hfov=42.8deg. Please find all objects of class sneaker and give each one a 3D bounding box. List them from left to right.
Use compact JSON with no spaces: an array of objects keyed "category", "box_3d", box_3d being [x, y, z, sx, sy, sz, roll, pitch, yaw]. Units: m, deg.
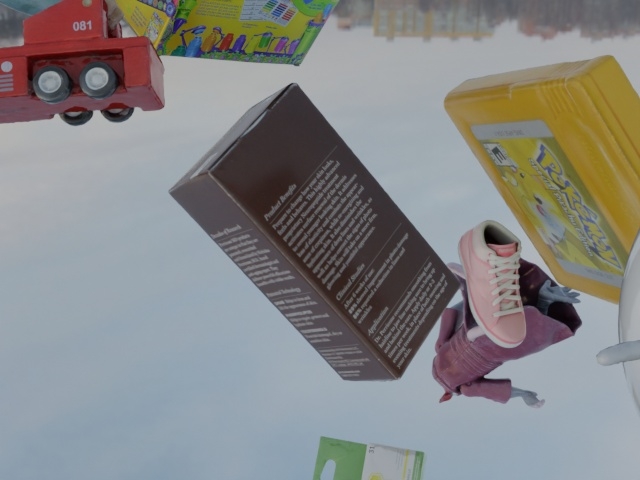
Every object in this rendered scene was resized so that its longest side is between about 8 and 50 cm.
[{"category":"sneaker","box_3d":[0.185,0.041,0.846,0.051,0.134,0.070,-9,159,-18]}]

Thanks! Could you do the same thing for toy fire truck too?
[{"category":"toy fire truck","box_3d":[-0.137,-0.134,0.451,0.192,0.135,0.047,-5,170,0]}]

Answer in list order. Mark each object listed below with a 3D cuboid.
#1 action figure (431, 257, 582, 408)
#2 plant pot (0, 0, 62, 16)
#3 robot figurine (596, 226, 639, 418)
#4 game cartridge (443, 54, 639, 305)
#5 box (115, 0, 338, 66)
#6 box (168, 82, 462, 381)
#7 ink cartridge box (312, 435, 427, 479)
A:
[{"category":"action figure","box_3d":[0.301,0.202,1.500,0.276,0.370,0.248,-12,-125,-42]},{"category":"plant pot","box_3d":[-0.245,-0.372,0.724,0.196,0.293,0.293,-34,-179,27]},{"category":"robot figurine","box_3d":[0.278,0.057,0.352,0.354,0.299,0.200,25,174,-21]},{"category":"game cartridge","box_3d":[0.262,-0.044,0.818,0.053,0.285,0.324,-36,-168,-3]},{"category":"box","box_3d":[-0.105,-0.411,1.134,0.290,0.279,0.177,-9,-126,-48]},{"category":"box","box_3d":[0.000,0.000,1.117,0.143,0.381,0.191,-14,-149,54]},{"category":"ink cartridge box","box_3d":[0.091,0.502,1.681,0.235,0.171,0.056,6,163,16]}]
